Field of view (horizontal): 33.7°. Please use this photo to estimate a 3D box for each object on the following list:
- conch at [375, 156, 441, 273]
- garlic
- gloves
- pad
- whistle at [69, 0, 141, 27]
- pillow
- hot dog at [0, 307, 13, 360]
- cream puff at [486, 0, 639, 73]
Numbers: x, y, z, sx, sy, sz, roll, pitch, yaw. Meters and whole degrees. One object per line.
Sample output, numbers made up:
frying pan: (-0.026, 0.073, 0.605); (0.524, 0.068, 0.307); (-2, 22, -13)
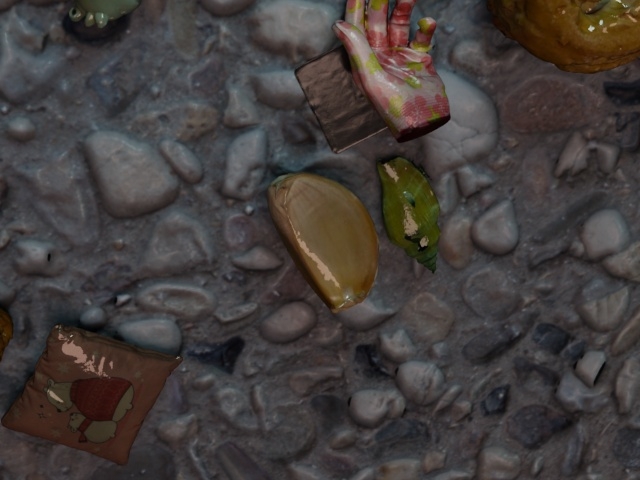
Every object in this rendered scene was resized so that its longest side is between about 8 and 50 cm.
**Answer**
conch: (0.145, -0.042, 1.685); (0.095, 0.079, 0.201); (-17, 110, -24)
garlic: (-0.001, -0.011, 1.615); (0.145, 0.164, 0.245); (-24, 114, 20)
gloves: (0.099, -0.269, 1.540); (0.145, 0.126, 0.241); (-23, 84, -10)
pad: (0.039, -0.219, 1.611); (0.112, 0.003, 0.157); (-27, 118, 2)
whistle: (-0.245, -0.376, 1.423); (0.244, 0.110, 0.092); (-39, 149, 8)
pillow: (-0.368, 0.247, 1.704); (0.223, 0.084, 0.236); (24, 112, -22)
hot dog: (-0.600, 0.139, 1.586); (0.259, 0.114, 0.175); (24, 107, -22)
cream puff: (0.373, -0.408, 1.462); (0.327, 0.231, 0.343); (-30, 124, 9)
